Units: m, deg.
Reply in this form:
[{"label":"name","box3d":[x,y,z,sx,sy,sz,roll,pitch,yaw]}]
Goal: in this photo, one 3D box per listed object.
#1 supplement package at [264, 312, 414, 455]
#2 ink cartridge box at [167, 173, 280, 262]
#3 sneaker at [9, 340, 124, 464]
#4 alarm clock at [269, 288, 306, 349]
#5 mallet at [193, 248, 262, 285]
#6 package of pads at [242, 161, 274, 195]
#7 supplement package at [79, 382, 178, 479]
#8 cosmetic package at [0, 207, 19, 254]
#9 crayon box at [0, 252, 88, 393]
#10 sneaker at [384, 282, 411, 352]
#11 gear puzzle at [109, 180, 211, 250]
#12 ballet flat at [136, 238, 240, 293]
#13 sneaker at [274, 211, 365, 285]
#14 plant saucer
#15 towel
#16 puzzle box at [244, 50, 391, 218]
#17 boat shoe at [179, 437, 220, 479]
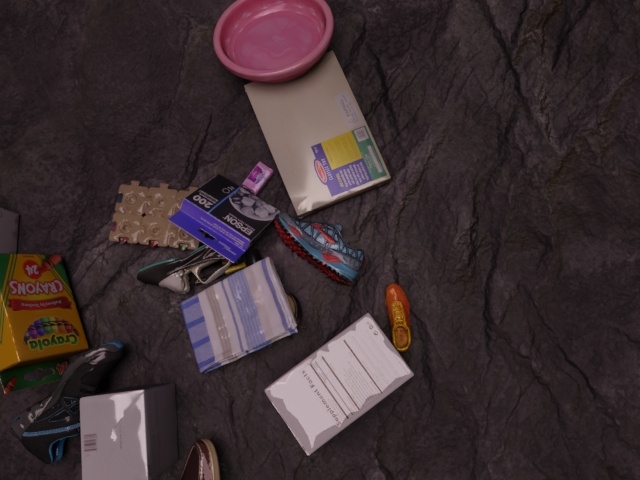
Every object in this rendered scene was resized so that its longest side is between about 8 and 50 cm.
[{"label":"supplement package","box3d":[0.044,0.329,1.177,0.293,0.177,0.175,-36,80,-4]},{"label":"ink cartridge box","box3d":[-0.241,-0.064,1.274,0.206,0.045,0.208,32,44,7]},{"label":"sneaker","box3d":[-0.587,0.390,1.222,0.139,0.125,0.341,44,94,11]},{"label":"alarm clock","box3d":[-0.121,0.169,1.270,0.129,0.064,0.192,-30,74,5]},{"label":"mallet","box3d":[-0.239,0.088,1.309,0.190,0.039,0.062,-27,76,1]},{"label":"package of pads","box3d":[-0.170,-0.168,1.355,0.050,0.032,0.083,35,82,7]},{"label":"supplement package","box3d":[-0.437,0.444,1.160,0.149,0.203,0.194,-7,78,1]},{"label":"cosmetic package","box3d":[-0.894,0.096,1.240,0.156,0.217,0.385,-2,81,2]},{"label":"crayon box","box3d":[-0.697,0.189,1.216,0.081,0.202,0.318,-26,80,17]},{"label":"sneaker","box3d":[0.201,0.192,1.255,0.064,0.067,0.175,-10,77,2]},{"label":"gear puzzle","box3d":[-0.382,-0.059,1.341,0.339,0.044,0.175,6,78,0]},{"label":"ballet flat","box3d":[-0.333,0.074,1.270,0.280,0.095,0.096,-23,74,5]},{"label":"sneaker","box3d":[0.000,0.000,1.297,0.262,0.104,0.125,38,70,1]},{"label":"plant saucer","box3d":[-0.125,-0.556,1.373,0.332,0.084,0.332,-3,64,7]},{"label":"towel","box3d":[-0.210,0.186,1.243,0.285,0.034,0.209,-27,68,11]},{"label":"puzzle box","box3d":[-0.013,-0.290,1.363,0.272,0.052,0.409,-22,79,-3]},{"label":"boat shoe","box3d":[-0.320,0.633,1.142,0.123,0.123,0.342,15,84,-35]}]
